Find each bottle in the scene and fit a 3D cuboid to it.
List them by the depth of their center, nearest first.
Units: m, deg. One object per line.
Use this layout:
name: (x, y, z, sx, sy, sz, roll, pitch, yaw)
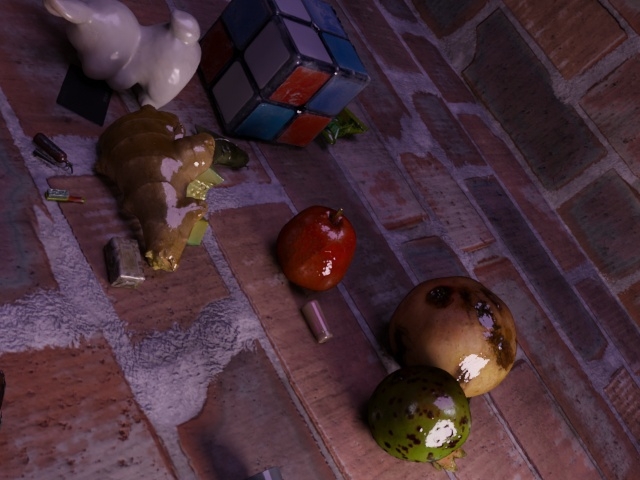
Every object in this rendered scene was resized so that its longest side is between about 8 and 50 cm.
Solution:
bottle: (-0.007, 0.189, 1.696, 0.045, 0.045, 0.096, -6, 63, -50)

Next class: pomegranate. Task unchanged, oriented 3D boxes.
pomegranate: (0.249, 0.399, 1.614, 0.286, 0.231, 0.231, 33, 37, -21)
pomegranate: (0.325, 0.236, 1.792, 0.322, 0.322, 0.322, 29, 39, -27)

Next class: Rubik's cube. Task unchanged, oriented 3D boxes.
Rubik's cube: (-0.110, -0.477, 1.991, 0.318, 0.313, 0.316, 4, 54, -48)

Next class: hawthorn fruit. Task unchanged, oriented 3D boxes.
hawthorn fruit: (0.000, 0.000, 1.731, 0.196, 0.225, 0.197, 21, 37, -17)

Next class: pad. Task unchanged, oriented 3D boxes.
pad: (-0.533, -0.332, 1.655, 0.112, 0.003, 0.157, 28, 39, -28)

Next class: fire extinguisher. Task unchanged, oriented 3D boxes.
fire extinguisher: (-0.542, -0.173, 1.465, 0.100, 0.032, 0.046, 42, 24, 0)

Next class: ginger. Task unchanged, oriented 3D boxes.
ginger: (-0.325, -0.121, 1.544, 0.236, 0.166, 0.376, -23, 81, -29)

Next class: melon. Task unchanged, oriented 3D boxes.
melon: (-0.281, -0.090, 1.589, 0.064, 0.118, 0.210, 37, 69, -51)

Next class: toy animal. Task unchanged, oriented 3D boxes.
toy animal: (-0.458, -0.482, 1.671, 0.367, 0.241, 0.196, 24, 38, -31)

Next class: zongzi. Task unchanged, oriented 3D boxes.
zongzi: (-0.239, -0.241, 1.854, 0.154, 0.062, 0.130, 4, 42, -54)

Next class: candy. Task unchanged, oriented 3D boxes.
candy: (0.048, -0.367, 2.276, 0.149, 0.069, 0.246, 50, 39, 11)

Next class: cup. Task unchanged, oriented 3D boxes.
cup: (-0.109, 0.460, 1.306, 0.100, 0.078, 0.077, -18, 72, -17)

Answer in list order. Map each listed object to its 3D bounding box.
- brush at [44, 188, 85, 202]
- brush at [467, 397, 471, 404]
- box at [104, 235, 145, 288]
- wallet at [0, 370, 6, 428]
brush: (-0.500, -0.087, 1.438, 0.083, 0.021, 0.019, 8, 49, -45)
brush: (0.369, 0.389, 1.903, 0.084, 0.071, 0.301, 60, 34, -4)
box: (-0.382, 0.043, 1.421, 0.062, 0.045, 0.098, 12, 50, -42)
wallet: (-0.531, 0.281, 1.038, 0.137, 0.031, 0.255, 27, 41, -30)
